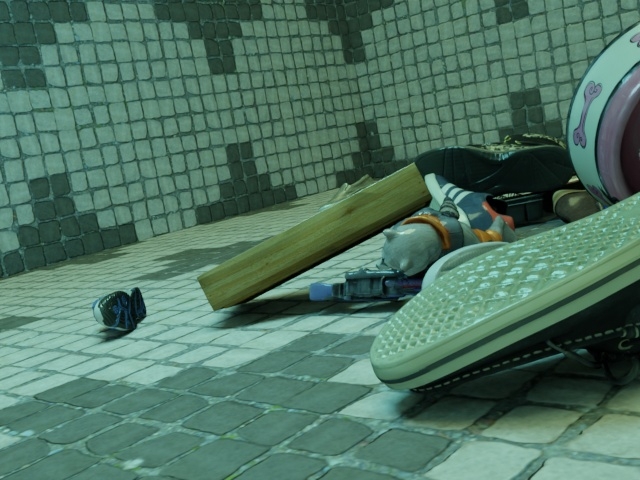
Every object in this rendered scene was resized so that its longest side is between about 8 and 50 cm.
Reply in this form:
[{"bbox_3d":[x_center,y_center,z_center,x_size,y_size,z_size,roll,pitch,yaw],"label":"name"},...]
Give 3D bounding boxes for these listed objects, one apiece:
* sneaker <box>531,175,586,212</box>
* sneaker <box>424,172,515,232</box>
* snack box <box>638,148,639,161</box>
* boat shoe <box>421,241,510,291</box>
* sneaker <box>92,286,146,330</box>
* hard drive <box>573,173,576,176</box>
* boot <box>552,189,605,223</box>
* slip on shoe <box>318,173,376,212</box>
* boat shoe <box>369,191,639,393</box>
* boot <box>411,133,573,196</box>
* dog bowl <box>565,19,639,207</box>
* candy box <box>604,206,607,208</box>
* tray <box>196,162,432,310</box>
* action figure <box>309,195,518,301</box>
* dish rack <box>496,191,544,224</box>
[{"bbox_3d":[0.669,-0.136,1.885,0.270,0.090,0.145,-12,10,5],"label":"sneaker"},{"bbox_3d":[0.320,-0.061,1.621,0.148,0.131,0.350,-9,24,-3],"label":"sneaker"},{"bbox_3d":[0.570,-0.060,1.148,0.070,0.174,0.207,-11,7,2],"label":"snack box"},{"bbox_3d":[0.251,0.064,0.989,0.335,0.121,0.119,-3,-6,-33],"label":"boat shoe"},{"bbox_3d":[-0.393,0.138,1.415,0.081,0.080,0.211,-17,-2,1],"label":"sneaker"},{"bbox_3d":[0.768,-0.177,1.921,0.172,0.054,0.254,26,-18,-36],"label":"hard drive"},{"bbox_3d":[0.628,-0.066,1.578,0.248,0.090,0.207,-7,21,4],"label":"boot"},{"bbox_3d":[0.048,-0.085,1.387,0.135,0.041,0.051,-25,-5,-24],"label":"slip on shoe"},{"bbox_3d":[0.294,0.060,0.770,0.500,0.156,0.187,-23,13,-3],"label":"boat shoe"},{"bbox_3d":[0.438,-0.190,1.853,0.377,0.138,0.284,-4,11,22],"label":"boot"},{"bbox_3d":[0.655,-0.194,1.307,0.408,0.408,0.150,-10,25,6],"label":"dog bowl"},{"bbox_3d":[0.712,-0.204,1.452,0.317,0.268,0.122,-2,26,0],"label":"candy box"},{"bbox_3d":[0.000,0.000,1.330,0.411,0.076,0.203,-28,-4,6],"label":"tray"},{"bbox_3d":[0.152,0.013,1.215,0.341,0.178,0.330,-4,-1,20],"label":"action figure"},{"bbox_3d":[0.418,-0.074,1.843,0.208,0.074,0.271,-10,7,-1],"label":"dish rack"}]
